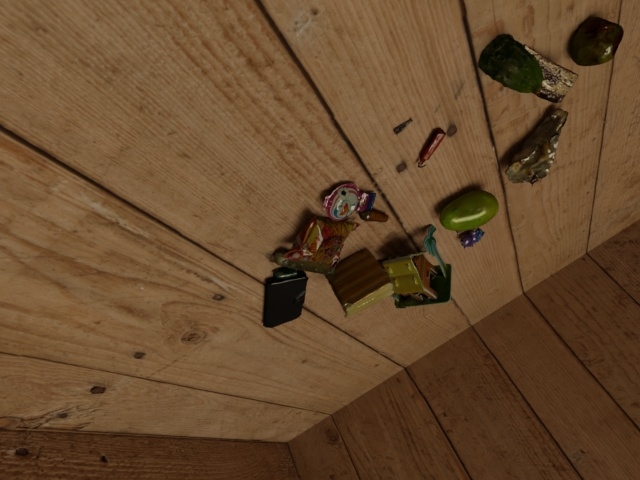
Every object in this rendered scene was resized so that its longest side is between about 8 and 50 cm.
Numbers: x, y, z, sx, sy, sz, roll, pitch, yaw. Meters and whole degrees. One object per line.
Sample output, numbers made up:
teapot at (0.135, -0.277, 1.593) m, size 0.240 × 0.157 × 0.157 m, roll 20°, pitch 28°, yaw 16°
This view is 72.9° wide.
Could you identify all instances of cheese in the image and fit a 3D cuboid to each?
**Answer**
cheese at (0.112, -0.141, 1.607) m, size 0.244 × 0.062 × 0.155 m, roll -4°, pitch 124°, yaw -37°

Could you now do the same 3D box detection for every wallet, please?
wallet at (-0.160, 0.273, 1.954) m, size 0.197 × 0.051 × 0.378 m, roll -12°, pitch 143°, yaw -21°

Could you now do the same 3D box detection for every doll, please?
doll at (0.789, -0.012, 2.249) m, size 0.205 × 0.067 × 0.110 m, roll -15°, pitch 130°, yaw -37°

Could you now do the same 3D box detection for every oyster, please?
oyster at (0.903, -0.386, 1.802) m, size 0.197 × 0.133 × 0.337 m, roll -3°, pitch 135°, yaw -29°

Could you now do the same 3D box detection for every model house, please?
model house at (0.419, 0.106, 2.056) m, size 0.300 × 0.340 × 0.323 m, roll -13°, pitch 146°, yaw 39°

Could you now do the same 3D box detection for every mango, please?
mango at (0.660, -0.127, 1.942) m, size 0.273 × 0.149 × 0.185 m, roll -23°, pitch 152°, yaw 1°

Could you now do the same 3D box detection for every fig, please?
fig at (0.936, -0.672, 1.484) m, size 0.144 × 0.154 × 0.165 m, roll -34°, pitch 179°, yaw -19°

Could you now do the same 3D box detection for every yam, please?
yam at (-0.061, 0.094, 1.786) m, size 0.317 × 0.067 × 0.071 m, roll 16°, pitch 112°, yaw -47°

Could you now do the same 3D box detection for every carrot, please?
carrot at (0.219, -0.098, 1.754) m, size 0.161 × 0.055 × 0.055 m, roll 9°, pitch 130°, yaw -44°

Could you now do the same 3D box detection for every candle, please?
candle at (0.406, -0.333, 1.593) m, size 0.053 × 0.048 × 0.162 m, roll -18°, pitch 147°, yaw -45°

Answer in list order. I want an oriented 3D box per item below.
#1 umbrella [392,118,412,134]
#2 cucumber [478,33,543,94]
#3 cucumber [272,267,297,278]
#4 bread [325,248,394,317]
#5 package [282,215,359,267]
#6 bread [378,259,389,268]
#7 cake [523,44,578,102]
umbrella at (0.279, -0.383, 1.470) m, size 0.083 × 0.020 × 0.031 m, roll -41°, pitch 144°, yaw 8°
cucumber at (0.604, -0.522, 1.334) m, size 0.134 × 0.244 × 0.134 m, roll -13°, pitch 142°, yaw -11°
cucumber at (-0.147, 0.136, 1.793) m, size 0.105 × 0.048 × 0.048 m, roll -12°, pitch 141°, yaw -23°
bread at (0.160, 0.183, 1.906) m, size 0.246 × 0.239 × 0.111 m, roll -29°, pitch 139°, yaw -2°
package at (0.004, -0.005, 1.679) m, size 0.288 × 0.108 × 0.223 m, roll 7°, pitch 126°, yaw -49°
bread at (0.304, 0.117, 2.092) m, size 0.083 × 0.036 × 0.047 m, roll -9°, pitch 141°, yaw -31°
cake at (0.753, -0.588, 1.526) m, size 0.246 × 0.135 × 0.112 m, roll 21°, pitch 114°, yaw -13°
